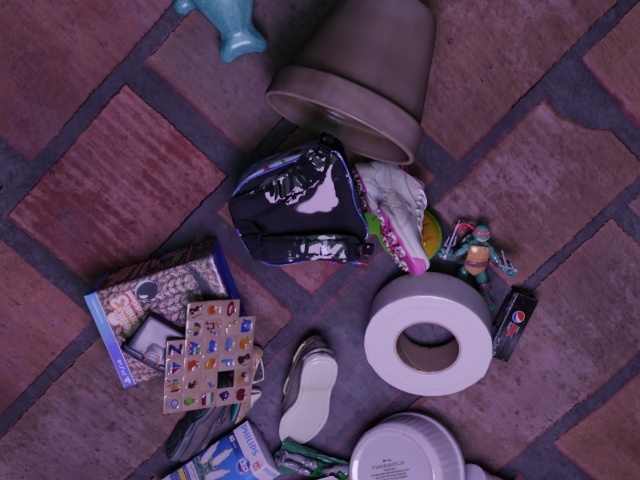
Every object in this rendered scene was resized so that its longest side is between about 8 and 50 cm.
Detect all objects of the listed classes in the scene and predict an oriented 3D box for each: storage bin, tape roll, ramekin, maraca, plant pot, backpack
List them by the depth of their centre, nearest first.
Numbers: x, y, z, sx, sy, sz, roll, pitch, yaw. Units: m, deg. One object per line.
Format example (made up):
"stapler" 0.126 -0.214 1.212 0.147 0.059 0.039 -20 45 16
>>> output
"plant pot" 0.092 -0.340 1.516 0.323 0.323 0.280 25 86 -9
"storage bin" -0.335 0.216 1.598 0.135 0.098 0.091 31 92 -10
"backpack" -0.052 -0.078 1.603 0.264 0.213 0.276 -18 108 3
"maraca" 0.181 -0.026 1.695 0.186 0.099 0.127 34 90 14
"tape roll" 0.244 0.213 1.714 0.287 0.100 0.286 5 121 8
"ramekin" 0.189 0.538 1.762 0.273 0.127 0.272 -5 80 30

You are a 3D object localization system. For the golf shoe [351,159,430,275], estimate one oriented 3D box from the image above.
"golf shoe" 0.175 -0.066 1.599 0.140 0.306 0.115 -21 147 -6

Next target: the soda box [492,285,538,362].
"soda box" 0.442 0.195 1.786 0.060 0.053 0.168 21 104 -9

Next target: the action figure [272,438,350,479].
"action figure" 0.001 0.555 1.850 0.232 0.063 0.137 19 132 -17

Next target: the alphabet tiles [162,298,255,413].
"alphabet tiles" -0.232 0.240 1.606 0.198 0.009 0.237 -1 102 -32

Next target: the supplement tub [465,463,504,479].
"supplement tub" 0.424 0.718 1.837 0.235 0.235 0.325 -44 103 9

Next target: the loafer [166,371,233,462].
"loafer" -0.270 0.423 1.814 0.084 0.096 0.267 25 111 -29

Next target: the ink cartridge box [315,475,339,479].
"ink cartridge box" -0.027 0.645 1.846 0.198 0.067 0.115 -27 136 16

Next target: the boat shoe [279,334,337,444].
"boat shoe" -0.033 0.355 1.787 0.109 0.091 0.304 5 125 -18

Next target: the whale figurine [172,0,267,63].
"whale figurine" -0.193 -0.494 1.522 0.217 0.141 0.271 -16 106 2

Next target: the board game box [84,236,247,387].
"board game box" -0.331 0.158 1.699 0.291 0.141 0.231 -19 105 3

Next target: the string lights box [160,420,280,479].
"string lights box" -0.238 0.559 1.799 0.260 0.133 0.076 -35 139 1

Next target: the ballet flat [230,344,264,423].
"ballet flat" -0.168 0.340 1.797 0.067 0.073 0.206 3 110 -18

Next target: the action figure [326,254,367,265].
"action figure" 0.051 0.037 1.739 0.115 0.030 0.038 5 100 1

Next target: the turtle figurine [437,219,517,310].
"turtle figurine" 0.350 0.050 1.710 0.175 0.118 0.234 9 121 10
